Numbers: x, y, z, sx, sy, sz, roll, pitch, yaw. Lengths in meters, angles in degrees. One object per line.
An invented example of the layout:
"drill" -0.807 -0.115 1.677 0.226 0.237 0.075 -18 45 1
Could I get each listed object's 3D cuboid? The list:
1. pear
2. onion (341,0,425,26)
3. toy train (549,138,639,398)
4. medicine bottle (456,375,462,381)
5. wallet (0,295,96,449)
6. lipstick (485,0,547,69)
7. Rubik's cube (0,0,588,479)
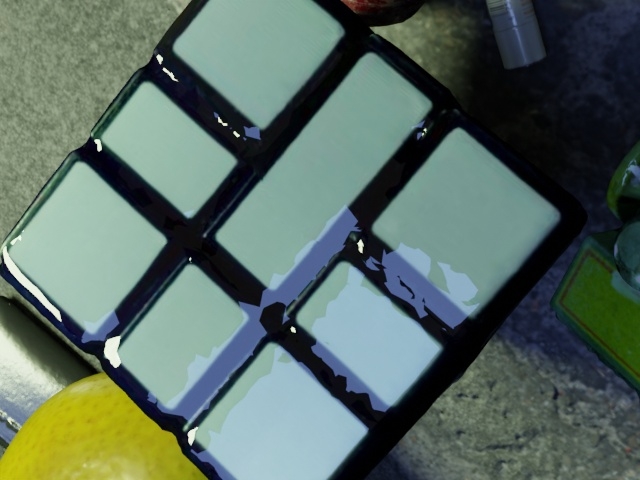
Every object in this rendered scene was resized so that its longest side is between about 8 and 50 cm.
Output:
"pear" -0.178 0.313 1.116 0.362 0.362 0.418 47 132 1
"onion" 0.012 -0.258 0.937 0.206 0.151 0.098 40 157 18
"toy train" 0.313 0.014 0.810 0.159 0.271 0.188 47 132 36
"medicine bottle" 0.038 -0.002 0.986 0.293 0.170 0.170 27 120 13
"wallet" -0.351 0.197 1.294 0.250 0.044 0.149 41 91 3
"lipstick" 0.160 -0.221 0.912 0.040 0.040 0.141 -12 106 29
"Rubik's cube" 0.000 0.000 0.765 0.283 0.288 0.293 39 101 10
